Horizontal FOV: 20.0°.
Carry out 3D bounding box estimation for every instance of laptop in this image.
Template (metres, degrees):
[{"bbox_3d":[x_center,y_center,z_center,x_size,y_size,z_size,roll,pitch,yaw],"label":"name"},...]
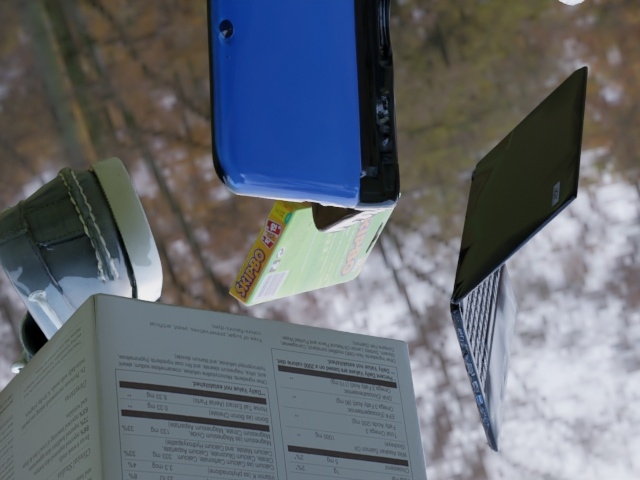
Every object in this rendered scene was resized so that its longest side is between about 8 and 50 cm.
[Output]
[{"bbox_3d":[0.200,0.015,1.668,0.137,0.264,0.234,-8,-148,17],"label":"laptop"}]

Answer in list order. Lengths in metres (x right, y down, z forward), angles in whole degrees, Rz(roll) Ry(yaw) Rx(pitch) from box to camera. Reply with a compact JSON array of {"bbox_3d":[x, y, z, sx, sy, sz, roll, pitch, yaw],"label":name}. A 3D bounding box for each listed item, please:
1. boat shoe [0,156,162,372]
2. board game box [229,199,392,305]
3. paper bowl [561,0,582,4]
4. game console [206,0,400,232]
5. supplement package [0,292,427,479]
[{"bbox_3d":[-0.169,0.047,1.223,0.099,0.116,0.319,-21,160,-16],"label":"boat shoe"},{"bbox_3d":[0.000,0.000,2.022,0.039,0.124,0.259,36,-159,23],"label":"board game box"},{"bbox_3d":[0.109,-0.286,1.219,0.148,0.284,0.284,-32,-169,23],"label":"paper bowl"},{"bbox_3d":[-0.035,-0.163,1.452,0.173,0.293,0.250,1,172,-17],"label":"game console"},{"bbox_3d":[-0.067,0.199,0.972,0.198,0.262,0.199,10,147,-29],"label":"supplement package"}]
